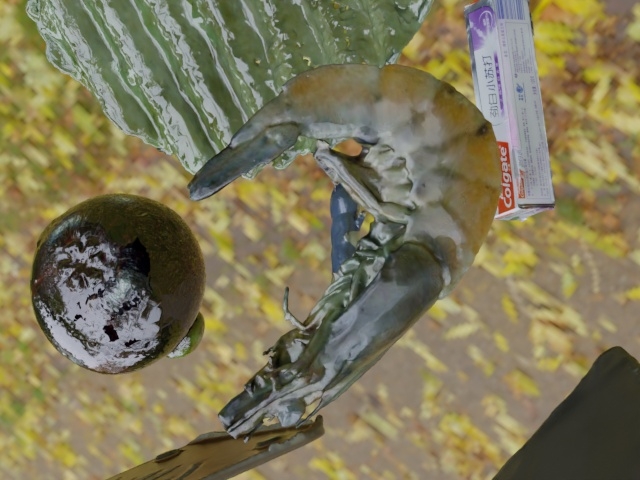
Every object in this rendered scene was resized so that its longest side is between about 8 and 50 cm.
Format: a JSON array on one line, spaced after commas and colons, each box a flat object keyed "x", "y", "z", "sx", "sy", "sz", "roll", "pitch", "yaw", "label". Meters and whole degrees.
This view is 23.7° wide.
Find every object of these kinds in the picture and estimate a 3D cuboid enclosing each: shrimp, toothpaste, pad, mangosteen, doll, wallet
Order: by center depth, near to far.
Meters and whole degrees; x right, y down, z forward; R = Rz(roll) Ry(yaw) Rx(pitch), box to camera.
[{"x": 0.000, "y": 0.000, "z": 0.797, "sx": 0.150, "sy": 0.217, "sz": 0.051, "roll": 41, "pitch": 174, "yaw": -24, "label": "shrimp"}, {"x": 0.123, "y": 0.198, "z": 0.963, "sx": 0.030, "sy": 0.285, "sz": 0.146, "roll": 37, "pitch": -172, "yaw": -27, "label": "wallet"}, {"x": -0.163, "y": 0.202, "z": 1.180, "sx": 0.284, "sy": 0.287, "sz": 0.018, "roll": -21, "pitch": 90, "yaw": 63, "label": "pad"}, {"x": 0.022, "y": 0.009, "z": 1.262, "sx": 0.027, "sy": 0.125, "sz": 0.037, "roll": 5, "pitch": 156, "yaw": -15, "label": "doll"}, {"x": 0.163, "y": -0.117, "z": 1.319, "sx": 0.047, "sy": 0.040, "sz": 0.196, "roll": -23, "pitch": 69, "yaw": 55, "label": "toothpaste"}, {"x": -0.230, "y": 0.050, "z": 1.787, "sx": 0.216, "sy": 0.216, "sz": 0.216, "roll": 29, "pitch": 149, "yaw": 19, "label": "mangosteen"}]

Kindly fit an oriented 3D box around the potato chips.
[{"x": -0.084, "y": -0.242, "z": 1.433, "sx": 0.389, "sy": 0.373, "sz": 0.097, "roll": 39, "pitch": -164, "yaw": 14, "label": "potato chips"}]
